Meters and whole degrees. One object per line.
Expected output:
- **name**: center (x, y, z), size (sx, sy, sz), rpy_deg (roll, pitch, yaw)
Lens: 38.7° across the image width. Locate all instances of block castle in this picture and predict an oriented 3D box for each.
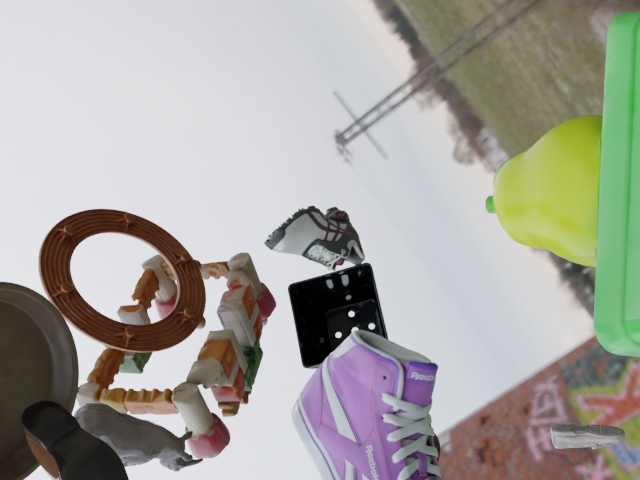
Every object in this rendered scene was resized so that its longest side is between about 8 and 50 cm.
- **block castle**: center (-0.283, 0.242, 1.925), size (0.453, 0.302, 0.213), rpy_deg (-72, -28, -46)

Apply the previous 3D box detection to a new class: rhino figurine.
- **rhino figurine**: center (-0.291, 0.320, 1.433), size (0.243, 0.106, 0.073), rpy_deg (23, -147, -27)

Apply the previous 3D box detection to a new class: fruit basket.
- **fruit basket**: center (0.376, -0.051, 0.996), size (0.282, 0.392, 0.392), rpy_deg (8, -144, -21)

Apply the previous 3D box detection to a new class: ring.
- **ring**: center (-0.371, 0.065, 1.752), size (0.336, 0.032, 0.337), rpy_deg (22, -138, -21)

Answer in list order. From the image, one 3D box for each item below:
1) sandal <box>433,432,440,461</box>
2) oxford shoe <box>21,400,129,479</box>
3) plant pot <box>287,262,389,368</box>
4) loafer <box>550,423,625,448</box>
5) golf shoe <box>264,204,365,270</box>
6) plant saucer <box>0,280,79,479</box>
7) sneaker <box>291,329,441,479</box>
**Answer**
- **sandal**: center (0.162, 0.433, 1.706), size (0.090, 0.060, 0.219), rpy_deg (42, -134, -18)
- **oxford shoe**: center (-0.300, 0.290, 1.145), size (0.076, 0.076, 0.212), rpy_deg (-23, -135, -35)
- **plant pot**: center (0.055, 0.179, 1.965), size (0.167, 0.188, 0.188), rpy_deg (50, -154, -67)
- **loafer**: center (0.465, 0.344, 1.585), size (0.045, 0.125, 0.039), rpy_deg (-32, -63, -63)
- **golf shoe**: center (0.000, 0.000, 1.839), size (0.272, 0.105, 0.120), rpy_deg (-8, -123, -55)
- **plant saucer**: center (-0.432, 0.189, 1.168), size (0.277, 0.041, 0.278), rpy_deg (-8, -80, -52)
- **sneaker**: center (0.081, 0.207, 0.895), size (0.102, 0.161, 0.282), rpy_deg (8, -146, -46)
